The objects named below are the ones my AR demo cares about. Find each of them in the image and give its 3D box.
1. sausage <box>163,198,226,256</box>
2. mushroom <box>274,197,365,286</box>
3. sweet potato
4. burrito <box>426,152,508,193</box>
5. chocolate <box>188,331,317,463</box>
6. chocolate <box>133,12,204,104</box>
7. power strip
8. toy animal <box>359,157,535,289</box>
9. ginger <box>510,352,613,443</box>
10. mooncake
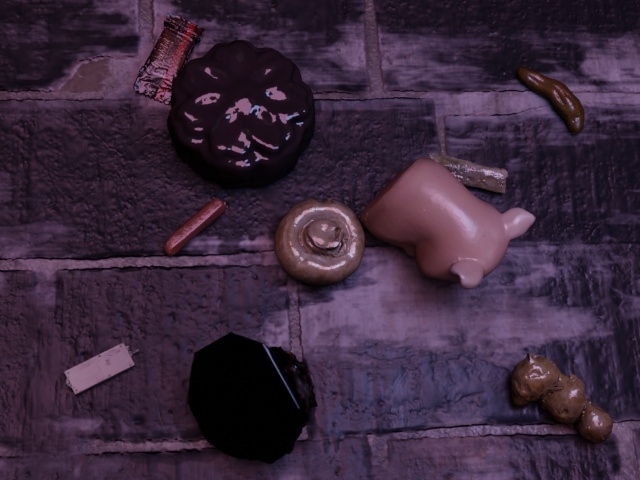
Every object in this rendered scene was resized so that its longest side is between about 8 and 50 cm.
[{"bbox_3d":[-0.231,-0.026,1.903,0.035,0.030,0.147,43,72,7],"label":"sausage"},{"bbox_3d":[0.000,0.000,1.874,0.166,0.127,0.166,4,64,-9],"label":"mushroom"},{"bbox_3d":[0.468,-0.293,2.074,0.053,0.054,0.182,-38,77,-27],"label":"sweet potato"},{"bbox_3d":[0.278,-0.129,1.996,0.171,0.042,0.051,14,100,3],"label":"burrito"},{"bbox_3d":[-0.094,0.255,1.788,0.224,0.206,0.177,61,30,4],"label":"chocolate"},{"bbox_3d":[-0.294,-0.354,2.011,0.086,0.028,0.182,22,71,-7],"label":"chocolate"},{"bbox_3d":[-0.378,0.221,1.805,0.136,0.019,0.051,-27,75,-15],"label":"power strip"},{"bbox_3d":[0.207,-0.024,1.862,0.256,0.213,0.195,40,67,7],"label":"toy animal"},{"bbox_3d":[0.434,0.286,1.857,0.204,0.080,0.104,32,103,5],"label":"ginger"},{"bbox_3d":[-0.148,-0.241,1.933,0.283,0.141,0.283,3,68,-7],"label":"mooncake"}]
